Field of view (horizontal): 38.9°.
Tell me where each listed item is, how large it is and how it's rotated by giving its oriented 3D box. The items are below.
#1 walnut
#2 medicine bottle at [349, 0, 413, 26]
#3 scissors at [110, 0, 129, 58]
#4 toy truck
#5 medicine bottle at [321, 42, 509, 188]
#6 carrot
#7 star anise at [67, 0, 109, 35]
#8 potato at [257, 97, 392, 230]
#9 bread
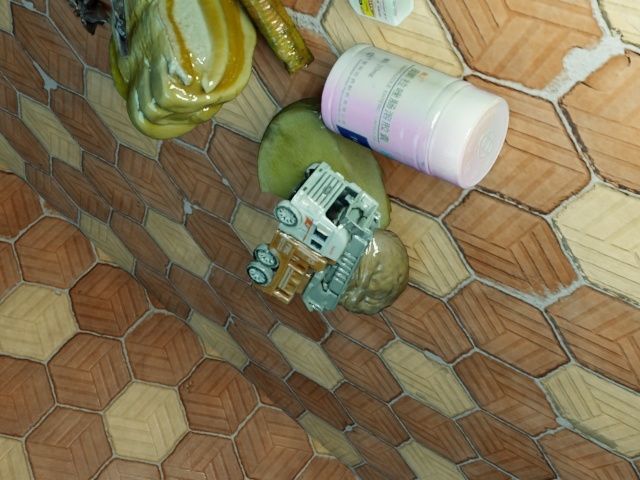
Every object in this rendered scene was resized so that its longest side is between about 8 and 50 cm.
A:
[{"bbox_3d":[0.094,0.051,1.821,0.178,0.178,0.230,33,148,18],"label":"walnut"},{"bbox_3d":[0.074,-0.369,1.328,0.118,0.055,0.074,27,152,29],"label":"medicine bottle"},{"bbox_3d":[-0.335,-0.429,1.467,0.160,0.024,0.317,20,137,18],"label":"scissors"},{"bbox_3d":[0.000,0.000,1.652,0.184,0.133,0.338,34,143,3],"label":"toy truck"},{"bbox_3d":[0.144,-0.192,1.389,0.254,0.152,0.152,28,150,29],"label":"medicine bottle"},{"bbox_3d":[-0.093,-0.391,1.511,0.070,0.070,0.260,8,139,49],"label":"carrot"},{"bbox_3d":[-0.510,-0.503,1.929,0.129,0.056,0.124,51,153,-17],"label":"star anise"},{"bbox_3d":[0.016,-0.169,1.654,0.269,0.112,0.255,18,143,18],"label":"potato"},{"bbox_3d":[-0.251,-0.346,1.630,0.341,0.210,0.300,-32,70,58],"label":"bread"}]
